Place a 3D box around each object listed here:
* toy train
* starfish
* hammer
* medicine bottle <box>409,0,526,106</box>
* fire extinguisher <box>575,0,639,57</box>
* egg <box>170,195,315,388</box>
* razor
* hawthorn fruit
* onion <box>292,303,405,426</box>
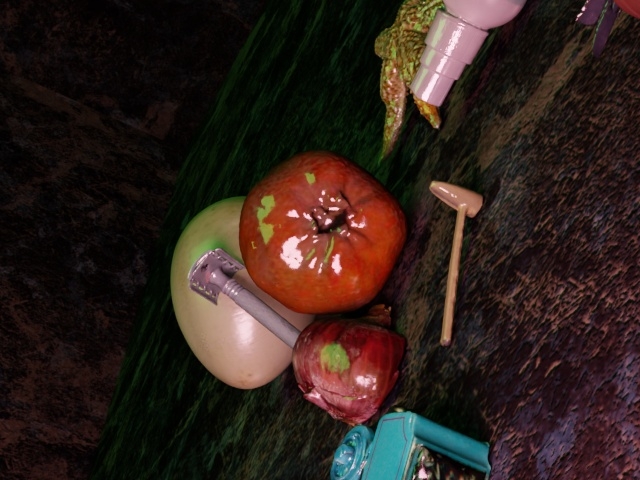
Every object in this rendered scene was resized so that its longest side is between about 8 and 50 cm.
[{"bbox_3d":[0.069,0.241,1.178,0.154,0.107,0.198,-18,50,63],"label":"toy train"},{"bbox_3d":[0.127,-0.273,1.864,0.358,0.078,0.347,-3,69,69],"label":"starfish"},{"bbox_3d":[0.135,0.022,1.408,0.028,0.060,0.195,133,153,-53],"label":"hammer"},{"bbox_3d":[0.206,-0.326,1.590,0.352,0.110,0.110,-62,14,16],"label":"medicine bottle"},{"bbox_3d":[0.292,-0.211,1.074,0.344,0.102,0.138,-141,73,-76],"label":"fire extinguisher"},{"bbox_3d":[-0.107,0.075,1.898,0.218,0.218,0.295,128,149,-46],"label":"egg"},{"bbox_3d":[-0.060,0.103,1.707,0.068,0.232,0.106,-53,-21,-2],"label":"razor"},{"bbox_3d":[0.000,0.000,1.681,0.262,0.210,0.210,92,-161,-79],"label":"hawthorn fruit"},{"bbox_3d":[0.022,0.133,1.548,0.206,0.098,0.151,149,142,-69],"label":"onion"}]
